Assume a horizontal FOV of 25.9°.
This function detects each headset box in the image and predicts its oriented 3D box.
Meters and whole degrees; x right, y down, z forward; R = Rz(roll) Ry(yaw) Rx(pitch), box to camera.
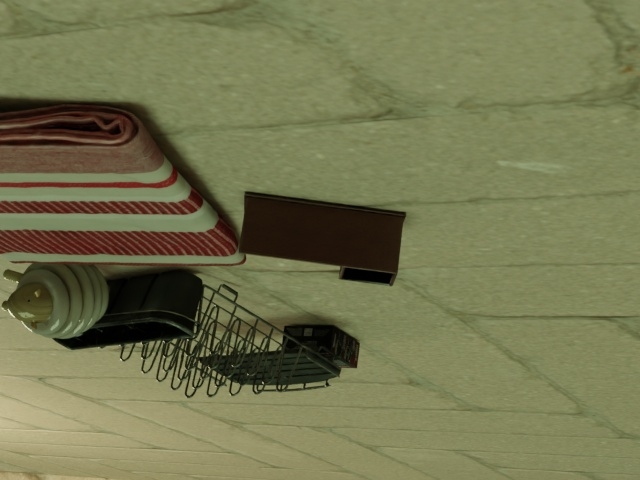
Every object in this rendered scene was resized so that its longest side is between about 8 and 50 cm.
[{"bbox_3d":[0.002,0.120,1.557,0.062,0.032,0.083,0,160,25],"label":"headset box"}]

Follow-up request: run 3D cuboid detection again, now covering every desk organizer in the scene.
[{"bbox_3d":[0.000,0.000,1.119,0.130,0.050,0.047,7,163,-1],"label":"desk organizer"}]

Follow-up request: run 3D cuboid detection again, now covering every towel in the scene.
[{"bbox_3d":[-0.207,-0.036,1.118,0.237,0.037,0.329,2,164,11],"label":"towel"}]

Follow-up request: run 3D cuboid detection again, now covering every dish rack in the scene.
[{"bbox_3d":[-0.121,0.116,1.476,0.208,0.074,0.271,-8,147,45],"label":"dish rack"}]

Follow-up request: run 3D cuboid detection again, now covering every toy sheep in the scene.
[{"bbox_3d":[-0.252,0.054,1.355,0.091,0.091,0.132,-4,-172,34],"label":"toy sheep"}]
